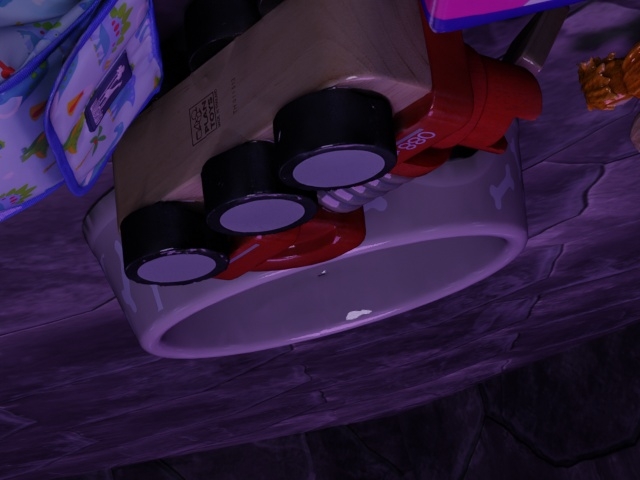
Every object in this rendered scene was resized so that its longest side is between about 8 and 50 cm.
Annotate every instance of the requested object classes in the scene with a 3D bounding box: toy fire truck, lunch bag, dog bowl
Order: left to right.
[{"bbox_3d":[-0.143,-0.072,0.616,0.151,0.096,0.129,-28,166,-11],"label":"lunch bag"},{"bbox_3d":[0.000,0.000,1.043,0.349,0.102,0.349,-15,167,-3],"label":"dog bowl"},{"bbox_3d":[0.030,-0.070,0.753,0.246,0.158,0.217,9,154,-38],"label":"toy fire truck"}]

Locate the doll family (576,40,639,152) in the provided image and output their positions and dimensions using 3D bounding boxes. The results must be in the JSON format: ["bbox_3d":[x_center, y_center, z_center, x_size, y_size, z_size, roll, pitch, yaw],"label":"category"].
[{"bbox_3d":[0.255,-0.121,0.878,0.163,0.118,0.263,-23,-175,2],"label":"doll family"}]

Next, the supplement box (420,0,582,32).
[{"bbox_3d":[0.073,-0.151,0.321,0.111,0.114,0.220,-14,168,-4],"label":"supplement box"}]
